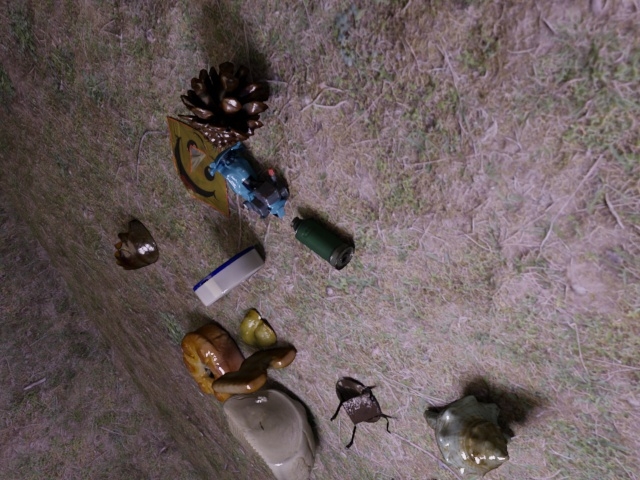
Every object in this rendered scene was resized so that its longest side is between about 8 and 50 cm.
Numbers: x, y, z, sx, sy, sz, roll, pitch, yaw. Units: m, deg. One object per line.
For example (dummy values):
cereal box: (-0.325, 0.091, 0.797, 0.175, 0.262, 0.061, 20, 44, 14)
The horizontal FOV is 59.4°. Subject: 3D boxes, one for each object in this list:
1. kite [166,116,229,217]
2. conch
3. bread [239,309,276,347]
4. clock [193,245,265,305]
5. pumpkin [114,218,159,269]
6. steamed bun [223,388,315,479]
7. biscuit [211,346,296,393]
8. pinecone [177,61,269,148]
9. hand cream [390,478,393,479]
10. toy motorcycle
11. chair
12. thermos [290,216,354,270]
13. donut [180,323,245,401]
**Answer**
kite: (-0.382, -0.241, 1.782, 0.377, 0.013, 0.327, 57, 143, -1)
conch: (0.366, 0.458, 1.368, 0.203, 0.169, 0.386, 32, -175, -6)
bread: (-0.231, 0.343, 2.014, 0.149, 0.065, 0.187, 38, 138, 15)
clock: (-0.284, 0.113, 1.754, 0.083, 0.230, 0.230, 55, 143, 2)
pumpkin: (-0.768, 0.060, 2.342, 0.149, 0.130, 0.253, 32, 136, 29)
steamed bun: (-0.166, 0.697, 2.073, 0.384, 0.236, 0.247, 32, 148, 38)
biscuit: (-0.232, 0.456, 1.956, 0.291, 0.237, 0.062, -23, 97, 51)
pinecone: (-0.235, -0.335, 1.380, 0.202, 0.201, 0.229, 41, 173, -31)
hand cream: (0.288, 0.784, 1.762, 0.248, 0.075, 0.052, -31, 88, 51)
toy motorcycle: (-0.203, -0.168, 1.561, 0.272, 0.123, 0.182, 37, 161, 26)
chair: (0.116, 0.524, 1.745, 0.174, 0.149, 0.213, 62, -175, -12)
thermos: (0.000, -0.003, 1.494, 0.188, 0.083, 0.073, 37, 118, 26)
donut: (-0.426, 0.496, 2.271, 0.299, 0.150, 0.317, 28, 134, 32)
